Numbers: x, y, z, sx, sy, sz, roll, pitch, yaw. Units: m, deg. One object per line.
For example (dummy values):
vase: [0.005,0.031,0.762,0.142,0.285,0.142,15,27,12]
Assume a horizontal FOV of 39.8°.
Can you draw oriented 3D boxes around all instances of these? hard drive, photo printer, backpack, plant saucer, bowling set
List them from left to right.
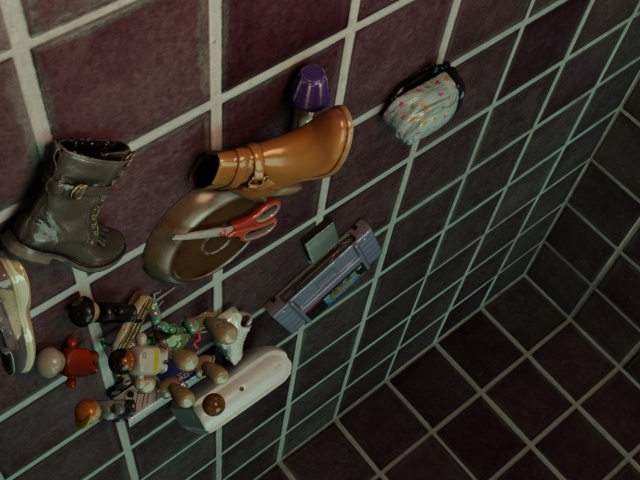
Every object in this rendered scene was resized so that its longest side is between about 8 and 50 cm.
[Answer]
bowling set: [-0.309,0.312,2.035,0.287,0.154,0.200,-27,116,-26]
plant saucer: [-0.220,-0.015,1.805,0.310,0.050,0.311,-36,157,-18]
photo printer: [-0.228,0.386,2.346,0.307,0.107,0.256,-33,-175,-26]
hard drive: [0.000,0.000,2.248,0.094,0.022,0.135,-40,159,-9]
backpack: [0.229,-0.297,1.968,0.182,0.115,0.152,-30,158,-23]

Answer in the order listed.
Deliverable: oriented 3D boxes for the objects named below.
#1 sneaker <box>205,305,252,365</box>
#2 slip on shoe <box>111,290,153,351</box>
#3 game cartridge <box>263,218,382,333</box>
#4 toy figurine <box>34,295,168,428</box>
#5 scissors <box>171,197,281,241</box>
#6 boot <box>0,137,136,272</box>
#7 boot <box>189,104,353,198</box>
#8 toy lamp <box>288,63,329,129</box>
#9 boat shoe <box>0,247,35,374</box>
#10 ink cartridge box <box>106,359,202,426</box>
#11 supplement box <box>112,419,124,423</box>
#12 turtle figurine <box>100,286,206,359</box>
sneaker: [-0.213,0.238,2.238,0.115,0.090,0.232,-41,160,-14]
slip on shoe: [-0.392,0.165,1.805,0.135,0.041,0.051,-62,156,6]
game cartridge: [0.018,0.108,2.438,0.355,0.068,0.230,-42,154,-3]
toy figurine: [-0.421,0.232,1.694,0.213,0.209,0.148,-50,152,16]
scissors: [-0.188,-0.013,1.766,0.297,0.021,0.109,-25,154,-42]
boot: [-0.362,-0.060,1.410,0.229,0.091,0.263,-51,155,20]
boot: [-0.092,-0.160,1.597,0.220,0.109,0.283,0,162,-37]
toy lamp: [-0.029,-0.226,1.698,0.080,0.080,0.275,-33,157,-24]
boat shoe: [-0.533,0.129,1.463,0.092,0.103,0.285,-22,147,-32]
ink cartridge box: [-0.393,0.341,2.100,0.207,0.097,0.046,-32,156,-24]
supplement box: [-0.473,0.406,2.154,0.055,0.043,0.083,-51,157,23]
turtle figurine: [-0.348,0.199,1.896,0.234,0.118,0.175,-26,144,-15]
